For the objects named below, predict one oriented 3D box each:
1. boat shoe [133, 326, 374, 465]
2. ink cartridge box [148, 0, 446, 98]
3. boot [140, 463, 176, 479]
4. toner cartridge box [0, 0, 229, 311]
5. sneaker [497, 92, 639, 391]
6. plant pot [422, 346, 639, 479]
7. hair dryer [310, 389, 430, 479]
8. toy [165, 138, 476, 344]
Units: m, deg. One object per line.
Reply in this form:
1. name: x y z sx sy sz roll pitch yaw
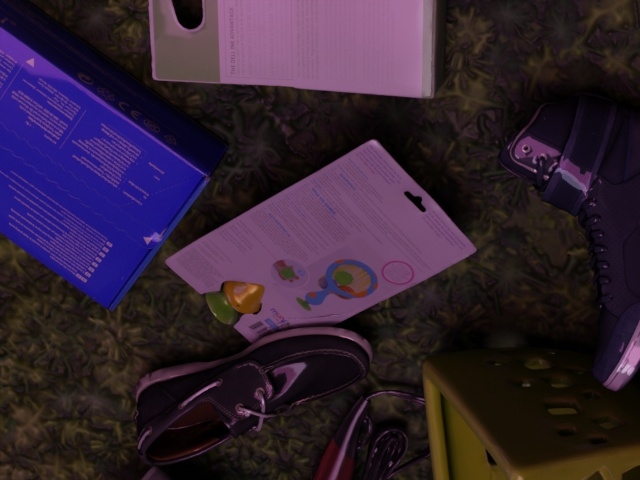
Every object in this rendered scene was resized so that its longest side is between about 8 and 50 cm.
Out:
1. boat shoe: -0.059 0.140 1.561 0.233 0.079 0.084 -18 131 20
2. ink cartridge box: -0.018 -0.206 1.419 0.235 0.056 0.171 5 115 13
3. boot: -0.075 0.273 1.580 0.208 0.076 0.189 44 101 16
4. toner cartridge box: -0.267 -0.109 1.503 0.348 0.075 0.165 36 117 -5
5. sneaker: 0.207 -0.007 1.411 0.163 0.086 0.226 18 82 0
6. plant pot: 0.222 0.212 1.455 0.207 0.228 0.227 -12 113 -11
7. hair dryer: -0.004 0.256 1.633 0.293 0.080 0.223 -12 95 11
8. toy: 0.000 0.000 1.505 0.237 0.056 0.137 -31 118 29
